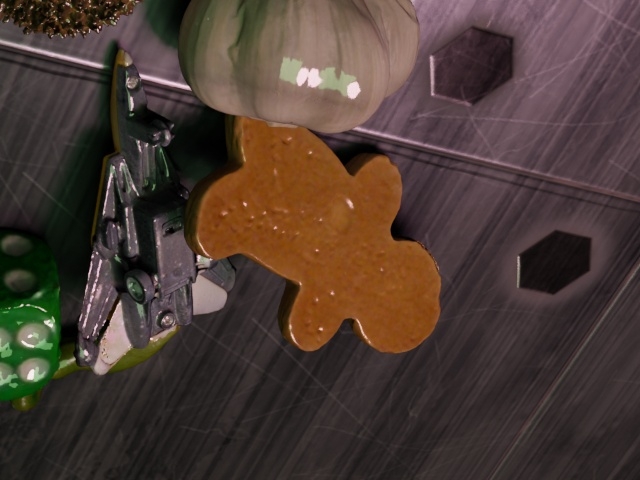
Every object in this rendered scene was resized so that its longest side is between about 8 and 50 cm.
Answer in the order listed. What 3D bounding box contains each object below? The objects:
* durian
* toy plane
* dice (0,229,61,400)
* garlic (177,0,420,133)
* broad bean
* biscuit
[{"bbox_3d":[-0.220,-0.222,1.612,0.188,0.091,0.148,-32,133,11],"label":"durian"},{"bbox_3d":[-0.162,-0.034,1.791,0.204,0.103,0.316,-29,138,-35],"label":"toy plane"},{"bbox_3d":[-0.318,0.073,1.814,0.128,0.120,0.131,-2,129,-17],"label":"dice"},{"bbox_3d":[-0.008,-0.175,1.685,0.229,0.143,0.178,-7,122,-19],"label":"garlic"},{"bbox_3d":[-0.227,0.114,1.931,0.214,0.048,0.070,-25,133,3],"label":"broad bean"},{"bbox_3d":[0.000,0.000,1.852,0.340,0.047,0.216,35,74,-38],"label":"biscuit"}]
